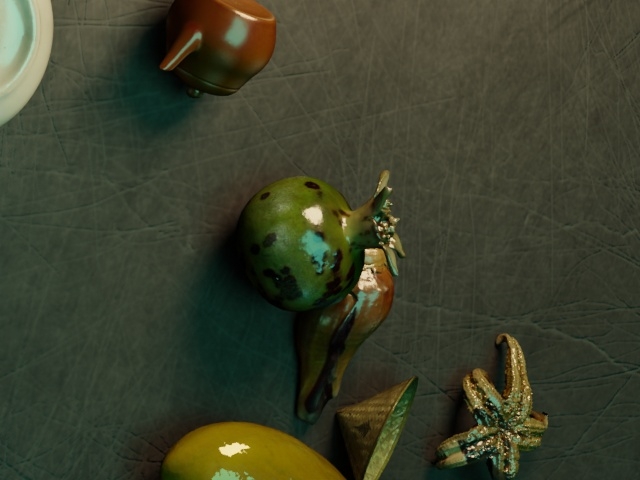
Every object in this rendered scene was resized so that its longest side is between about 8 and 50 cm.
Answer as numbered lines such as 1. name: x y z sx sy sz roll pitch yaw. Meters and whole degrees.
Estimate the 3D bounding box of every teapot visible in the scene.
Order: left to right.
1. teapot: -0.335 -0.199 1.507 0.204 0.139 0.298 -12 104 -34
2. teapot: -0.103 -0.189 1.708 0.173 0.116 0.116 -12 104 -63

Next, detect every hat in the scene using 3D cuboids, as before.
1. hat: 0.047 0.200 1.889 0.146 0.067 0.146 -60 166 -26

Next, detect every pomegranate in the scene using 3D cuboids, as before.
1. pomegranate: -0.001 0.000 1.766 0.169 0.148 0.148 -10 104 2

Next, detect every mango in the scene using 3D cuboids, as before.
1. mango: -0.035 0.315 1.786 0.195 0.142 0.331 -38 113 -33

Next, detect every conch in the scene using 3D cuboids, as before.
1. conch: 0.027 0.081 1.843 0.086 0.080 0.232 30 78 -27

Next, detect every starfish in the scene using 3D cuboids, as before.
1. starfish: 0.211 0.206 2.004 0.146 0.074 0.190 27 77 -30
